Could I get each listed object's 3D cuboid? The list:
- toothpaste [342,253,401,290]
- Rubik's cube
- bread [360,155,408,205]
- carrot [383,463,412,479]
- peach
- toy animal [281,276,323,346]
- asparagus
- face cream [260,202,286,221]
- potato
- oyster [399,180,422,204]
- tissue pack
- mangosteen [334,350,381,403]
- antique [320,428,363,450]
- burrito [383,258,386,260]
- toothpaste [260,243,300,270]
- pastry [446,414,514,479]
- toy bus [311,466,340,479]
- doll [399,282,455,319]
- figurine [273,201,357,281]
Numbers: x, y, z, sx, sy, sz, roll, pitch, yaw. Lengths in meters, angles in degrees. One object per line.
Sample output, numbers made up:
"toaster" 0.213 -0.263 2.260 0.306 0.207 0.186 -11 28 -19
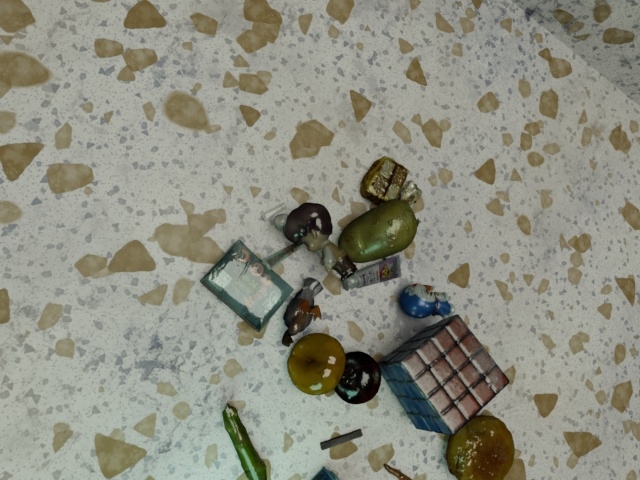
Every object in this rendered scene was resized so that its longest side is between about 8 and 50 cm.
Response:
"toothpaste" 0.239 0.153 1.980 0.299 0.073 0.114 -16 107 -23
"Rubik's cube" 0.491 0.555 1.842 0.343 0.337 0.344 -30 80 -19
"bread" 0.294 -0.273 2.034 0.181 0.096 0.222 33 74 -15
"carrot" 0.342 1.026 1.932 0.165 0.035 0.036 39 74 -8
"peach" -0.019 0.493 1.777 0.251 0.153 0.251 -10 62 19
"toy animal" -0.076 0.293 1.807 0.122 0.185 0.298 25 52 -13
"asparagus" -0.305 0.789 1.719 0.082 0.085 0.343 -27 91 -23
"face cream" -0.200 -0.123 1.891 0.115 0.020 0.038 -33 95 -16
"potato" 0.243 -0.026 1.876 0.359 0.270 0.219 -27 89 6
"oyster" 0.414 -0.215 2.087 0.148 0.051 0.103 -37 93 -34
"tissue pack" -0.294 0.183 1.781 0.315 0.103 0.228 43 74 -8
"mangosteen" 0.153 0.575 1.843 0.216 0.216 0.216 2 83 -18
"antique" 0.091 0.846 1.878 0.192 0.015 0.031 -10 86 -20
"burrito" 0.281 0.017 2.022 0.055 0.041 0.149 6 85 -8
"toothpaste" -0.161 0.061 1.832 0.056 0.036 0.205 50 46 8
"pastry" 0.729 0.961 2.000 0.355 0.164 0.356 3 81 -20
"toy bus" 0.063 1.101 1.768 0.190 0.152 0.312 -38 96 -18
"doll" 0.487 0.277 1.996 0.256 0.215 0.161 7 119 -27
"figurine" -0.011 0.015 1.826 0.365 0.206 0.218 62 28 4
